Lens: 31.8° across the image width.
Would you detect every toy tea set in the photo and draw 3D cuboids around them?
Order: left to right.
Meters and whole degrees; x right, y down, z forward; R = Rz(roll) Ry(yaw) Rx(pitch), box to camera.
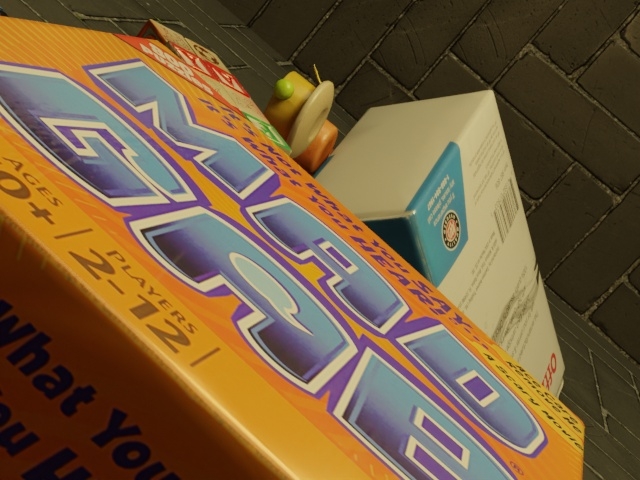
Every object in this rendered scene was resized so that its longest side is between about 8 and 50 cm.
[{"bbox_3d":[-0.072,-0.083,1.220,0.124,0.200,0.336,30,-5,8],"label":"toy tea set"}]

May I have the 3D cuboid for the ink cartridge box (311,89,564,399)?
[{"bbox_3d":[0.130,0.075,1.256,0.285,0.166,0.394,-53,130,-50],"label":"ink cartridge box"}]

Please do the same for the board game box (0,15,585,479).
[{"bbox_3d":[-0.125,0.140,0.551,0.356,0.356,0.356,42,14,6],"label":"board game box"}]

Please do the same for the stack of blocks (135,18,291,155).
[{"bbox_3d":[-0.179,-0.031,1.040,0.087,0.297,0.171,22,23,-46],"label":"stack of blocks"}]

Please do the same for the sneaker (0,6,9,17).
[{"bbox_3d":[-0.419,-0.236,1.500,0.090,0.081,0.232,40,15,-43],"label":"sneaker"}]
